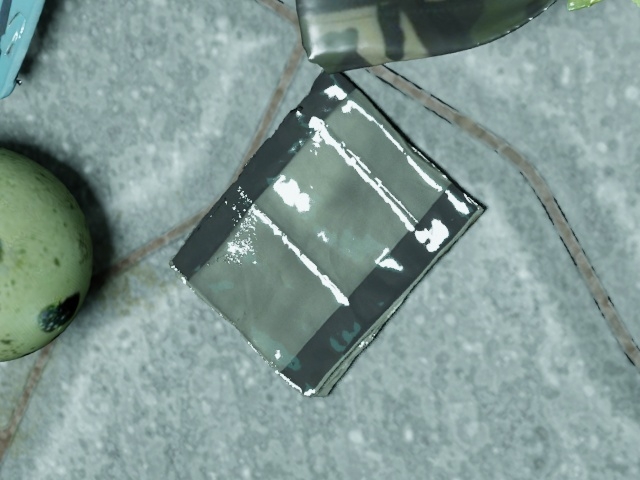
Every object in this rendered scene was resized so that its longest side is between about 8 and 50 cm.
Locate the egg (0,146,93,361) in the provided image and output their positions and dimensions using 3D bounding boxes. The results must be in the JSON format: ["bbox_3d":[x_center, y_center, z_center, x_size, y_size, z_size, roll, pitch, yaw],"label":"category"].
[{"bbox_3d":[-0.292,0.002,1.404,0.228,0.177,0.177,34,116,29],"label":"egg"}]

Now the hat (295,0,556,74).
[{"bbox_3d":[0.028,-0.338,1.186,0.382,0.257,0.366,57,136,48],"label":"hat"}]

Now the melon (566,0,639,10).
[{"bbox_3d":[0.253,-0.161,1.172,0.209,0.064,0.118,39,122,13],"label":"melon"}]

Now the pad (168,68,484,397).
[{"bbox_3d":[0.000,0.000,1.354,0.174,0.022,0.233,45,116,8],"label":"pad"}]

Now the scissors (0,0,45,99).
[{"bbox_3d":[-0.209,-0.264,1.285,0.180,0.032,0.393,43,130,21],"label":"scissors"}]
